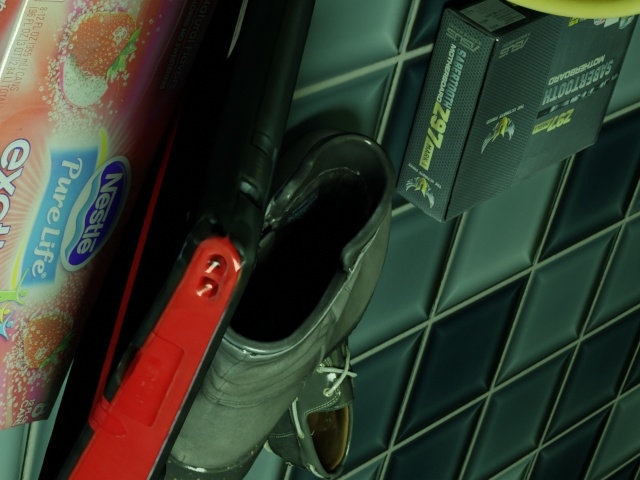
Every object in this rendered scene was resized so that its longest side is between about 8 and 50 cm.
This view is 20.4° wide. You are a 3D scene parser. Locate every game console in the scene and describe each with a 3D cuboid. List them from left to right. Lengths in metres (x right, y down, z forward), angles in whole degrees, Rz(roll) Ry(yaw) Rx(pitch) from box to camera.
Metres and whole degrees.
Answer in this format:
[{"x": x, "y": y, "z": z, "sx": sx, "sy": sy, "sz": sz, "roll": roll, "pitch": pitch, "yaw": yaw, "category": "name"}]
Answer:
[{"x": -0.058, "y": -0.043, "z": 0.972, "sx": 0.342, "sy": 0.060, "sz": 0.386, "roll": 123, "pitch": -17, "yaw": -49, "category": "game console"}]

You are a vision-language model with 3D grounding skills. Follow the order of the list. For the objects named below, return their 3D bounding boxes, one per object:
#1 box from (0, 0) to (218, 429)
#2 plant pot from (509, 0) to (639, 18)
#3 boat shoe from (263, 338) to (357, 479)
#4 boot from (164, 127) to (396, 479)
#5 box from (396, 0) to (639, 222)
[{"x": -0.192, "y": -0.048, "z": 0.960, "sx": 0.154, "sy": 0.142, "sz": 0.300, "roll": -7, "pitch": 127, "yaw": -56, "category": "box"}, {"x": 0.175, "y": -0.313, "z": 1.144, "sx": 0.239, "sy": 0.254, "sz": 0.254, "roll": -59, "pitch": 156, "yaw": -26, "category": "plant pot"}, {"x": 0.003, "y": 0.103, "z": 1.485, "sx": 0.084, "sy": 0.079, "sz": 0.233, "roll": -27, "pitch": 140, "yaw": -37, "category": "boat shoe"}, {"x": 0.000, "y": 0.000, "z": 1.176, "sx": 0.222, "sy": 0.118, "sz": 0.338, "roll": -60, "pitch": -175, "yaw": 48, "category": "boot"}, {"x": 0.174, "y": -0.135, "z": 1.499, "sx": 0.233, "sy": 0.059, "sz": 0.183, "roll": -25, "pitch": 142, "yaw": -42, "category": "box"}]
